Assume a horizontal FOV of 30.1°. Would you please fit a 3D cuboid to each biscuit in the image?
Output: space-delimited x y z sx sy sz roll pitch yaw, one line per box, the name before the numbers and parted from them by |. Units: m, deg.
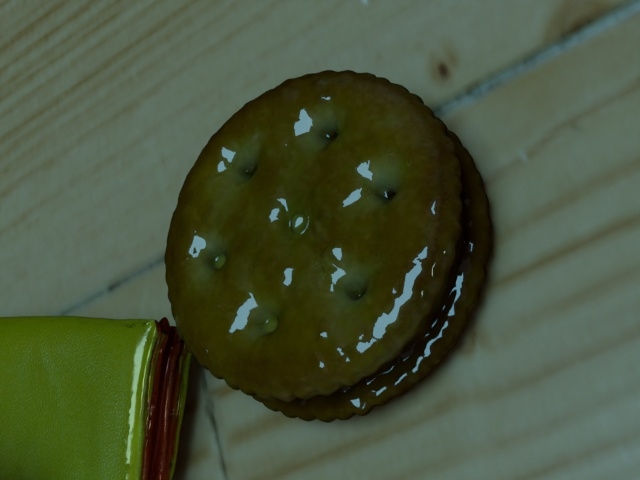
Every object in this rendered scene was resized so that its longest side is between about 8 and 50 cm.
biscuit | 0.000 0.000 0.742 0.220 0.066 0.220 -13 65 30

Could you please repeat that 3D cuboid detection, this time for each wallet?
wallet | -0.191 0.123 0.830 0.241 0.067 0.141 -1 79 37
